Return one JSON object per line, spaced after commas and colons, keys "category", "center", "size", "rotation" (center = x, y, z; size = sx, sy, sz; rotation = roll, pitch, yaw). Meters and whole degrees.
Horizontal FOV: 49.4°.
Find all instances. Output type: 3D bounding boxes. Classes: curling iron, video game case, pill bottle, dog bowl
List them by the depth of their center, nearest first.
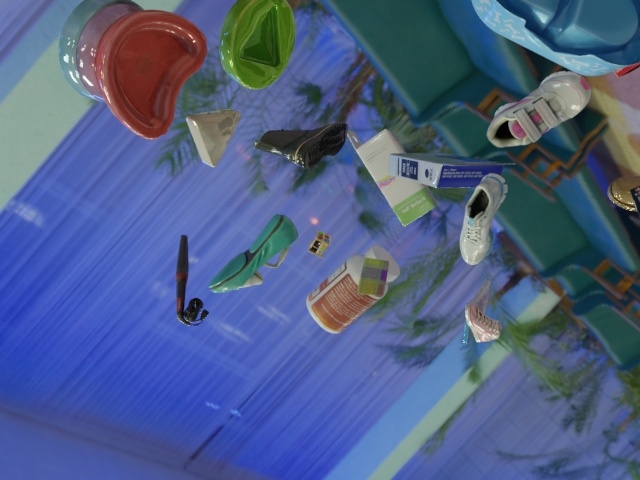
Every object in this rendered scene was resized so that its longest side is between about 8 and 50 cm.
{"category": "dog bowl", "center": [0.358, -0.352, 1.041], "size": [0.297, 0.166, 0.074], "rotation": [24, 163, -8]}
{"category": "curling iron", "center": [-0.298, 0.087, 1.555], "size": [0.068, 0.035, 0.274], "rotation": [21, -147, -33]}
{"category": "pill bottle", "center": [0.079, 0.111, 1.630], "size": [0.121, 0.216, 0.121], "rotation": [38, -155, -22]}
{"category": "video game case", "center": [0.431, 0.193, 1.909], "size": [0.015, 0.119, 0.166], "rotation": [15, -151, 25]}

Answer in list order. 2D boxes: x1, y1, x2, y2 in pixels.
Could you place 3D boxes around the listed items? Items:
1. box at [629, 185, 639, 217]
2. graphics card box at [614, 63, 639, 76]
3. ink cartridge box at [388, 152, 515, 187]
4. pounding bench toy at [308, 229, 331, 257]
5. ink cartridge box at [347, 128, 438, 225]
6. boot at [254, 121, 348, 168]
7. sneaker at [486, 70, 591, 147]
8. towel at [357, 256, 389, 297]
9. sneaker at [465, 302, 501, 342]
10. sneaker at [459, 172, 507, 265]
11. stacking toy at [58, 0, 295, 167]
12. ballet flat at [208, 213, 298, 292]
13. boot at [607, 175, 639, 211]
{"category": "box", "center": [0.716, 0.011, 1.436], "size": [0.220, 0.051, 0.175], "rotation": [48, -149, -32]}
{"category": "graphics card box", "center": [0.925, -0.720, 2.285], "size": [0.371, 0.094, 0.233], "rotation": [57, -150, -3]}
{"category": "ink cartridge box", "center": [0.302, -0.168, 1.659], "size": [0.165, 0.065, 0.332], "rotation": [-2, -169, -17]}
{"category": "pounding bench toy", "center": [0.000, 0.000, 2.206], "size": [0.052, 0.065, 0.083], "rotation": [25, -151, -12]}
{"category": "ink cartridge box", "center": [0.227, -0.229, 2.190], "size": [0.354, 0.119, 0.207], "rotation": [58, -166, 2]}
{"category": "boot", "center": [-0.037, -0.231, 1.542], "size": [0.137, 0.077, 0.198], "rotation": [20, -149, 26]}
{"category": "sneaker", "center": [0.453, -0.260, 1.466], "size": [0.103, 0.111, 0.252], "rotation": [47, 144, -8]}
{"category": "towel", "center": [0.115, 0.081, 1.516], "size": [0.060, 0.083, 0.009], "rotation": [10, -175, -10]}
{"category": "sneaker", "center": [0.393, 0.194, 1.665], "size": [0.134, 0.070, 0.051], "rotation": [59, -147, -38]}
{"category": "sneaker", "center": [0.304, -0.036, 1.364], "size": [0.071, 0.191, 0.083], "rotation": [22, -153, 30]}
{"category": "stacking toy", "center": [-0.182, -0.273, 0.910], "size": [0.130, 0.309, 0.279], "rotation": [27, 169, 30]}
{"category": "ballet flat", "center": [-0.142, 0.050, 1.558], "size": [0.087, 0.247, 0.083], "rotation": [41, -168, -22]}
{"category": "boot", "center": [0.834, -0.156, 1.631], "size": [0.236, 0.089, 0.269], "rotation": [7, 159, 7]}
